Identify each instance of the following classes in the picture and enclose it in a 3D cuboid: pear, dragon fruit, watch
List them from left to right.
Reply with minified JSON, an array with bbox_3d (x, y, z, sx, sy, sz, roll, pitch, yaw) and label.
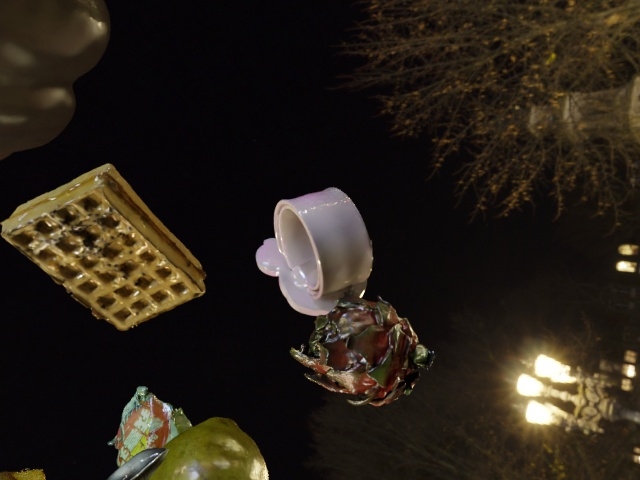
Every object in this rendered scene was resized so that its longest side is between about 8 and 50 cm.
[{"bbox_3d":[-0.284,0.634,1.136,0.413,0.352,0.352,-88,-26,-58],"label":"pear"},{"bbox_3d":[0.000,0.000,0.894,0.211,0.248,0.217,-16,-46,-21],"label":"watch"},{"bbox_3d":[0.071,0.177,0.779,0.188,0.182,0.182,46,-118,-15],"label":"dragon fruit"}]

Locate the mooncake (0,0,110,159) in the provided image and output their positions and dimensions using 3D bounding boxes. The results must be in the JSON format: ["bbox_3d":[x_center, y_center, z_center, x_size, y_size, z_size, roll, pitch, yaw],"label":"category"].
[{"bbox_3d":[-0.339,-0.205,0.418,0.154,0.306,0.306,-25,-66,-66],"label":"mooncake"}]

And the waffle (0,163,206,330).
[{"bbox_3d":[-0.455,0.030,1.061,0.114,0.261,0.376,-101,-14,-48],"label":"waffle"}]

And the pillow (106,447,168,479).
[{"bbox_3d":[-0.347,0.431,0.875,0.136,0.055,0.091,-38,-24,-44],"label":"pillow"}]

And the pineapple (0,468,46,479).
[{"bbox_3d":[-0.788,0.679,1.205,0.250,0.164,0.139,45,-125,-67],"label":"pineapple"}]

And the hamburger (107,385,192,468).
[{"bbox_3d":[-0.500,0.578,1.420,0.150,0.276,0.260,29,-80,-39],"label":"hamburger"}]
